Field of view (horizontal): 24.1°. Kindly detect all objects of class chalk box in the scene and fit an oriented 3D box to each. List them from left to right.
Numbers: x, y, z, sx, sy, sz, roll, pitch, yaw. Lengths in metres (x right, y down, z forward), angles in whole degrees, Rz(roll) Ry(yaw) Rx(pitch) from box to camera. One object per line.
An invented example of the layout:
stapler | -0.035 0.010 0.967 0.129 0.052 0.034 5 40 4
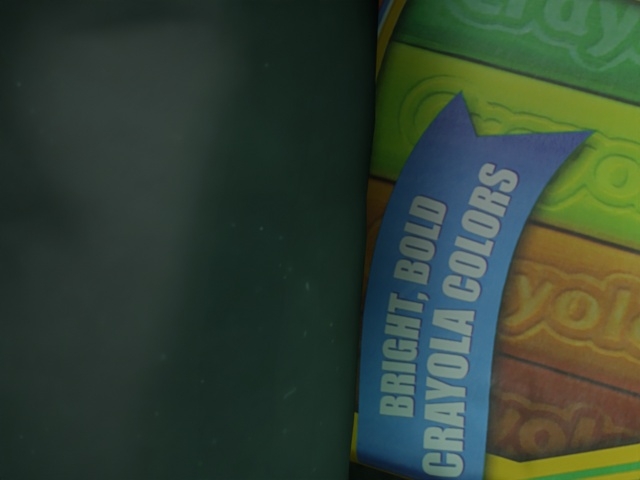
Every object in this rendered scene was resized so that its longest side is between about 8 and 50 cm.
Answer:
chalk box | 0.034 -0.035 0.508 0.289 0.179 0.180 15 105 9

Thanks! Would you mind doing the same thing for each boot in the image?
boot | -0.002 0.000 0.354 0.367 0.146 0.445 12 101 17
